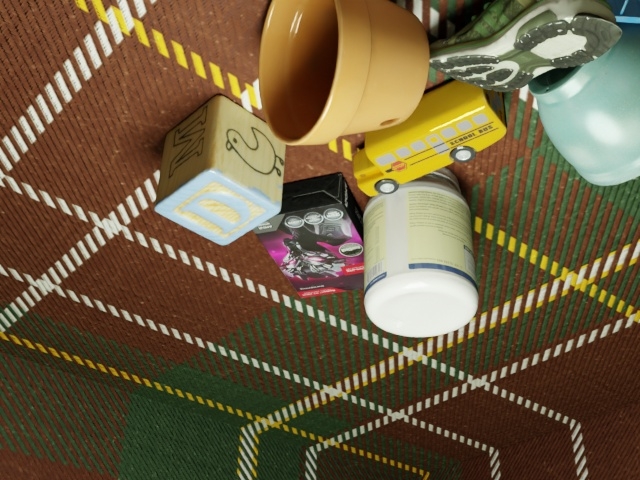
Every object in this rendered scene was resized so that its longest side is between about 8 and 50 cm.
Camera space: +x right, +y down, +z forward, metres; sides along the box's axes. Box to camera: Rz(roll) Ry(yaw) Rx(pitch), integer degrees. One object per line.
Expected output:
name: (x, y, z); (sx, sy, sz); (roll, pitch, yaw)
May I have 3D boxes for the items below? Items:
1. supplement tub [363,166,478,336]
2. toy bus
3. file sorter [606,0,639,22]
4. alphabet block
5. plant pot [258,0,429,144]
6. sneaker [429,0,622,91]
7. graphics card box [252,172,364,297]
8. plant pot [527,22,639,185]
supplement tub: (0.209, 0.017, 1.815); (0.235, 0.325, 0.235); (1, 146, 1)
toy bus: (0.203, -0.206, 1.678); (0.332, 0.108, 0.130); (-22, 139, 31)
file sorter: (0.517, -0.421, 1.342); (0.170, 0.118, 0.104); (3, 142, -2)
alphabet block: (-0.201, -0.138, 1.718); (0.193, 0.197, 0.192); (-27, 137, 36)
plant pot: (0.046, -0.299, 1.423); (0.203, 0.291, 0.291); (1, 150, -28)
sneaker: (0.329, -0.368, 1.406); (0.158, 0.182, 0.410); (20, 167, -31)
graphics card box: (0.000, 0.000, 2.008); (0.232, 0.094, 0.371); (-9, 144, 16)
plant pot: (0.482, -0.267, 1.441); (0.196, 0.293, 0.293); (31, 137, -20)
